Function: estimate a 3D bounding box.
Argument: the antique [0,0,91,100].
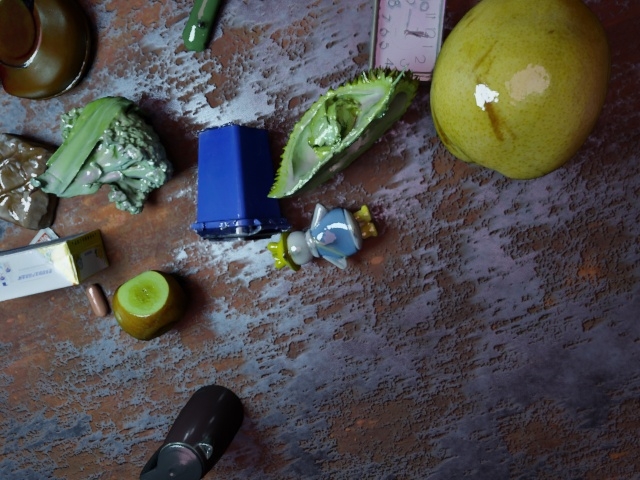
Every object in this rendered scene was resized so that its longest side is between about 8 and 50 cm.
[{"bbox_3d":[-0.617,-0.444,1.068,0.223,0.129,0.279,15,100,8],"label":"antique"}]

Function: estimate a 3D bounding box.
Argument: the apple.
[{"bbox_3d":[-0.391,0.143,1.123,0.146,0.163,0.147,-32,81,-29],"label":"apple"}]

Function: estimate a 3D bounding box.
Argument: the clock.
[{"bbox_3d":[0.174,-0.412,0.987,0.146,0.071,0.192,6,100,7],"label":"clock"}]

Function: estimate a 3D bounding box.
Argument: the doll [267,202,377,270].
[{"bbox_3d":[0.000,-0.001,1.074,0.240,0.099,0.135,-18,136,12],"label":"doll"}]

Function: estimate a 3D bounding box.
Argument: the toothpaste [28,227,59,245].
[{"bbox_3d":[-0.728,0.052,1.225,0.052,0.033,0.218,44,99,1],"label":"toothpaste"}]

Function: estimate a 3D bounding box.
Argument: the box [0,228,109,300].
[{"bbox_3d":[-0.649,0.060,1.130,0.264,0.168,0.097,-13,102,1],"label":"box"}]

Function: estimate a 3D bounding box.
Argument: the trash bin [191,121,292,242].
[{"bbox_3d":[-0.166,-0.116,1.035,0.183,0.162,0.235,-3,91,33],"label":"trash bin"}]

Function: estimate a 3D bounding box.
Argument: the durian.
[{"bbox_3d":[0.052,-0.206,0.976,0.157,0.170,0.355,36,117,-26],"label":"durian"}]

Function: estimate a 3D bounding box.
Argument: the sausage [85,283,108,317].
[{"bbox_3d":[-0.545,0.147,1.212,0.034,0.034,0.084,-18,98,11],"label":"sausage"}]

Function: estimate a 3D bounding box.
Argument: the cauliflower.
[{"bbox_3d":[-0.460,-0.164,1.029,0.256,0.239,0.315,47,59,0],"label":"cauliflower"}]

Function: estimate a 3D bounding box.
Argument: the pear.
[{"bbox_3d":[0.346,-0.273,0.881,0.313,0.314,0.315,1,100,8],"label":"pear"}]

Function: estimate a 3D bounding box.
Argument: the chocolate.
[{"bbox_3d":[-0.695,-0.130,1.151,0.148,0.093,0.214,21,100,8],"label":"chocolate"}]

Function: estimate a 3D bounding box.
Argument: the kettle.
[{"bbox_3d":[-0.298,0.453,1.129,0.201,0.232,0.144,-23,95,12],"label":"kettle"}]

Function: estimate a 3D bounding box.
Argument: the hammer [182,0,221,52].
[{"bbox_3d":[-0.213,-0.550,1.008,0.206,0.119,0.336,28,109,4],"label":"hammer"}]
